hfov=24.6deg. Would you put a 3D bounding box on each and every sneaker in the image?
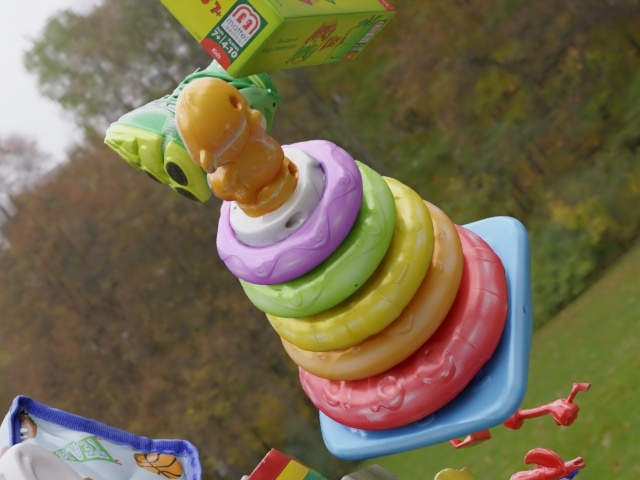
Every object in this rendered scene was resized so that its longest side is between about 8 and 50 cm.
[{"bbox_3d":[-0.106,-0.111,1.309,0.123,0.109,0.295,-60,-2,11],"label":"sneaker"}]

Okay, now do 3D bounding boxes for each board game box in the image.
[{"bbox_3d":[-0.029,-0.141,0.808,0.043,0.092,0.181,-45,-8,21],"label":"board game box"}]

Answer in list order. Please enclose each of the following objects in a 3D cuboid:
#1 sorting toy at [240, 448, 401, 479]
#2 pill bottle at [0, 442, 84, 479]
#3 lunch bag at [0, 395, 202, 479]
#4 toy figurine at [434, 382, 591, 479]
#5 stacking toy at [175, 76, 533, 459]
[{"bbox_3d":[-0.052,0.257,1.001,0.257,0.089,0.255,-60,-9,-3],"label":"sorting toy"},{"bbox_3d":[-0.254,0.245,1.126,0.169,0.094,0.094,-46,-7,9],"label":"pill bottle"},{"bbox_3d":[-0.226,0.392,1.305,0.385,0.239,0.328,-109,39,-60],"label":"lunch bag"},{"bbox_3d":[0.286,0.313,1.381,0.191,0.362,0.217,-35,-20,25],"label":"toy figurine"},{"bbox_3d":[0.000,0.000,0.944,0.165,0.302,0.175,-17,47,29],"label":"stacking toy"}]
